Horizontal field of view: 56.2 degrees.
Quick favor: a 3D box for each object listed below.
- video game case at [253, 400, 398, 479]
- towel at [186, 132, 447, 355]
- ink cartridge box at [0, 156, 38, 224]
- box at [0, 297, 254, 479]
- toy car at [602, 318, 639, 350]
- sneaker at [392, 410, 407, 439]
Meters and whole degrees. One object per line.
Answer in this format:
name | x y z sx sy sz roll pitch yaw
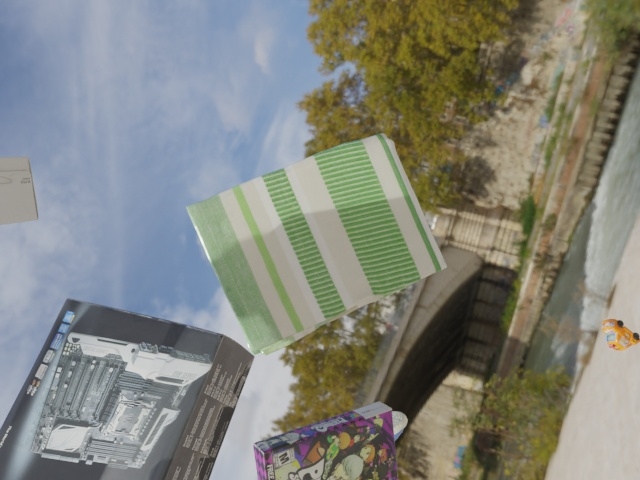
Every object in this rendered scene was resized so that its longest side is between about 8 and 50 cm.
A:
video game case | 0.018 0.371 0.856 0.210 0.042 0.232 -9 -82 -28
towel | 0.000 0.000 0.900 0.038 0.325 0.248 173 73 -83
ink cartridge box | -0.652 -0.088 1.146 0.128 0.176 0.127 -15 -81 -55
box | -0.236 0.231 0.638 0.076 0.242 0.307 52 -127 -52
toy car | 0.484 0.151 0.909 0.040 0.060 0.122 -51 16 -18
sneaker | 0.115 0.395 1.142 0.152 0.084 0.058 -38 23 0
